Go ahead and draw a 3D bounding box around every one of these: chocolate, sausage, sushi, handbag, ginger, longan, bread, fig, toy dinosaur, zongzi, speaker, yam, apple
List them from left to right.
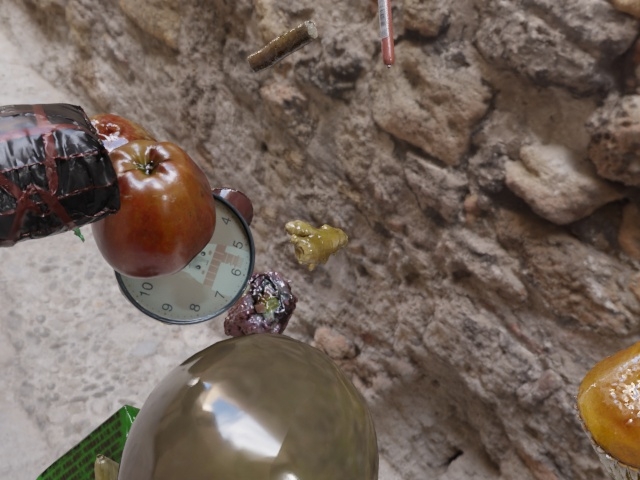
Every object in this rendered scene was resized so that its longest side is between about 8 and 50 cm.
[{"bbox_3d":[-0.362,-0.078,0.659,0.215,0.155,0.169,-21,42,-25],"label":"handbag"},{"bbox_3d":[-0.642,-0.031,1.433,0.021,0.083,0.062,-32,63,-28],"label":"toy dinosaur"},{"bbox_3d":[-0.428,-0.155,1.120,0.205,0.205,0.205,12,36,-9],"label":"fig"},{"bbox_3d":[-0.547,0.686,1.481,0.341,0.360,0.161,54,10,23],"label":"chocolate"},{"bbox_3d":[-0.361,0.511,1.072,0.194,0.198,0.099,18,37,14],"label":"zongzi"},{"bbox_3d":[-0.285,-0.058,0.927,0.233,0.234,0.234,12,36,-9],"label":"apple"},{"bbox_3d":[-0.381,-0.015,1.828,0.258,0.198,0.330,-3,34,10],"label":"speaker"},{"bbox_3d":[-0.100,0.323,0.734,0.336,0.405,0.404,23,34,27],"label":"longan"},{"bbox_3d":[-0.209,0.236,1.878,0.236,0.171,0.270,35,44,-7],"label":"sushi"},{"bbox_3d":[-0.096,-0.457,1.303,0.056,0.057,0.241,-21,9,-42],"label":"yam"},{"bbox_3d":[-0.003,0.012,1.412,0.205,0.081,0.115,6,51,-39],"label":"ginger"},{"bbox_3d":[0.147,-0.495,1.230,0.029,0.223,0.029,-3,-5,0],"label":"sausage"},{"bbox_3d":[0.448,0.203,0.663,0.250,0.133,0.179,-22,39,18],"label":"bread"}]

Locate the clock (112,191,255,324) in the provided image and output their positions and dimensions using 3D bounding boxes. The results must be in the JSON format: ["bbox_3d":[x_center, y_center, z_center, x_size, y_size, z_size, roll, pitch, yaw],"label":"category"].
[{"bbox_3d":[-0.363,0.041,1.471,0.385,0.387,0.076,6,-6,-17],"label":"clock"}]
